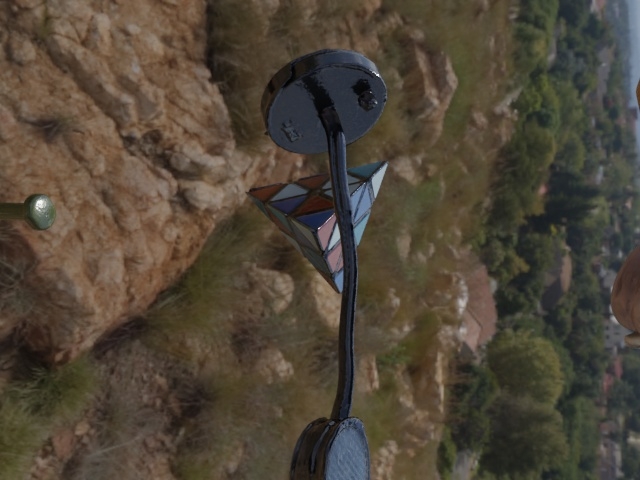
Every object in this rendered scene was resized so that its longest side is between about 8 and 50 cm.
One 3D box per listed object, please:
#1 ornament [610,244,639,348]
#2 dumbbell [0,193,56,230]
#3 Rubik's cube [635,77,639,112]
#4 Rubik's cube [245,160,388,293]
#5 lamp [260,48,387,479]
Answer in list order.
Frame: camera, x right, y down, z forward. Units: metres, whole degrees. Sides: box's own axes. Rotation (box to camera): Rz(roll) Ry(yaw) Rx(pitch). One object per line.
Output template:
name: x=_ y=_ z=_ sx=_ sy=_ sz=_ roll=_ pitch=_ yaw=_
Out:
ornament: x=0.475 y=0.085 z=0.832 sx=0.177 sy=0.178 sz=0.177 roll=11 pitch=78 yaw=-61
dumbbell: x=-0.419 y=-0.040 z=0.857 sx=0.046 sy=0.118 sz=0.052 roll=-68 pitch=153 yaw=-42
Rubik's cube: x=0.412 y=-0.107 z=0.420 sx=0.291 sy=0.291 sz=0.291 roll=71 pitch=22 yaw=-55
Rubik's cube: x=0.000 y=0.000 z=1.137 sx=0.234 sy=0.285 sz=0.249 roll=-70 pitch=153 yaw=-81
lamp: x=-0.008 y=0.020 z=0.484 sx=0.130 sy=0.109 sz=0.371 roll=43 pitch=44 yaw=-55
